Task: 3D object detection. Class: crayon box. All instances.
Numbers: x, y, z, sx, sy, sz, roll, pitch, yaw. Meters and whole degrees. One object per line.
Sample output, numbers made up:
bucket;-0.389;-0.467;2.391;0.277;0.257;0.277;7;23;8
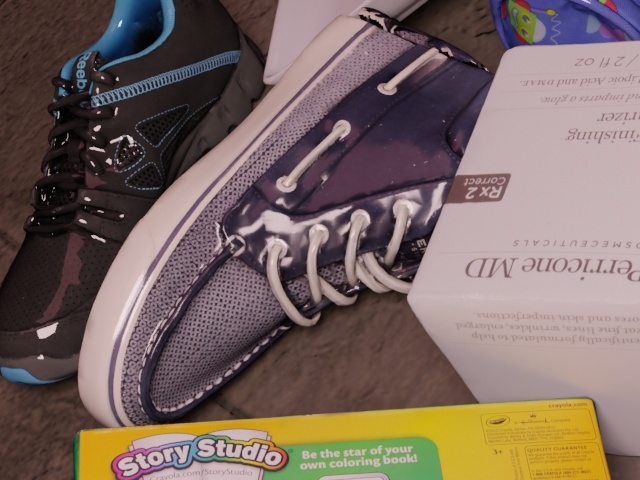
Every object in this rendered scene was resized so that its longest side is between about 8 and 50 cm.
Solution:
crayon box;0.015;0.173;0.871;0.278;0.081;0.165;-3;44;-3

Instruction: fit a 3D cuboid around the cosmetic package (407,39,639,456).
cosmetic package;0.168;0.004;0.955;0.151;0.151;0.183;-1;52;35

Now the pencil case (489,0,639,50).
pencil case;0.232;-0.225;1.153;0.133;0.119;0.306;33;68;2

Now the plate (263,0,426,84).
plate;0.081;-0.251;1.274;0.277;0.045;0.278;-36;26;28

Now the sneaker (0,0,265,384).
sneaker;-0.163;-0.056;1.245;0.125;0.139;0.341;2;54;33

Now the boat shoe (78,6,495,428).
boat shoe;0.000;0.000;1.096;0.158;0.127;0.340;24;70;36
